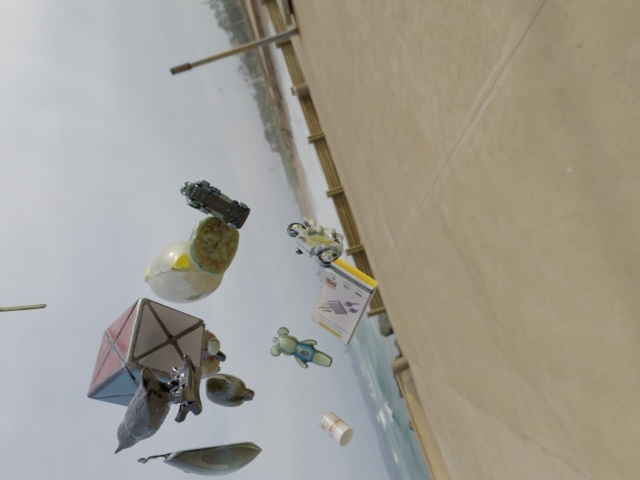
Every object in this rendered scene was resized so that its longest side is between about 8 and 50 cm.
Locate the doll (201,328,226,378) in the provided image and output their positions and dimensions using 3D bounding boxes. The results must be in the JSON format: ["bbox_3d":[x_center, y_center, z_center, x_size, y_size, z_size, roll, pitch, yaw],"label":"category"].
[{"bbox_3d":[-0.608,0.580,2.097,0.174,0.235,0.329,-109,31,-51],"label":"doll"}]

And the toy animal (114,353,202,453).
[{"bbox_3d":[-0.318,0.305,0.744,0.117,0.210,0.121,49,-176,-34],"label":"toy animal"}]

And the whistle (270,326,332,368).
[{"bbox_3d":[-0.068,0.412,1.533,0.077,0.236,0.113,111,-179,-72],"label":"whistle"}]

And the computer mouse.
[{"bbox_3d":[-0.373,0.691,1.285,0.167,0.380,0.090,111,157,-62],"label":"computer mouse"}]

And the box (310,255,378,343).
[{"bbox_3d":[0.054,0.170,1.074,0.129,0.033,0.247,31,127,18],"label":"box"}]

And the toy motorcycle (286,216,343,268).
[{"bbox_3d":[0.000,0.000,1.298,0.229,0.151,0.074,42,143,35],"label":"toy motorcycle"}]

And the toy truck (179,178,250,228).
[{"bbox_3d":[-0.401,-0.141,1.547,0.257,0.108,0.140,29,174,-21],"label":"toy truck"}]

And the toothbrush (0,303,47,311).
[{"bbox_3d":[-1.251,0.273,1.614,0.026,0.294,0.028,60,138,33],"label":"toothbrush"}]

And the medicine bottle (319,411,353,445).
[{"bbox_3d":[0.046,0.545,1.192,0.089,0.057,0.057,23,141,47],"label":"medicine bottle"}]

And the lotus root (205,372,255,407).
[{"bbox_3d":[-0.325,0.537,1.466,0.088,0.192,0.113,-25,-61,-67],"label":"lotus root"}]

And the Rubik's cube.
[{"bbox_3d":[-0.549,0.378,1.331,0.260,0.259,0.254,29,-144,-35],"label":"Rubik's cube"}]

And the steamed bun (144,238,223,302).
[{"bbox_3d":[-0.651,0.154,1.997,0.334,0.374,0.333,41,-141,-44],"label":"steamed bun"}]

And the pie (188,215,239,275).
[{"bbox_3d":[-0.413,0.019,1.622,0.241,0.054,0.240,-1,-89,-49],"label":"pie"}]
